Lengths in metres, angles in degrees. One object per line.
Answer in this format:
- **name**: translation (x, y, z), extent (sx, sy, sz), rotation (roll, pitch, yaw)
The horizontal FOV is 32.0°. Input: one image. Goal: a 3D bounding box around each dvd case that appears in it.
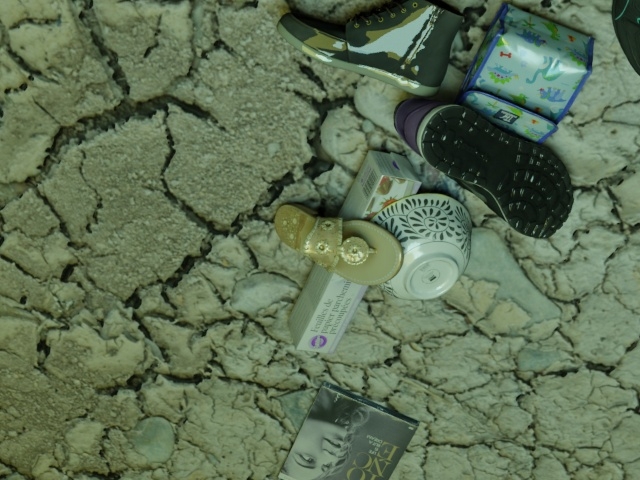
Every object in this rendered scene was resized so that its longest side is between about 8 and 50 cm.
- **dvd case**: translation (0.040, 0.339, 1.786), extent (0.165, 0.018, 0.221), rotation (23, 122, -1)

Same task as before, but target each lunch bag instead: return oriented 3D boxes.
- **lunch bag**: translation (0.250, -0.198, 1.389), extent (0.129, 0.096, 0.151), rotation (23, 136, -3)

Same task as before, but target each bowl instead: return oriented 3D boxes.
- **bowl**: translation (0.139, 0.027, 1.505), extent (0.170, 0.080, 0.170), rotation (-11, 132, -12)

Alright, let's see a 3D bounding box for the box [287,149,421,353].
- **box**: translation (0.042, 0.022, 1.566), extent (0.063, 0.067, 0.324), rotation (9, 125, -25)

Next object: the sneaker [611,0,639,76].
- **sneaker**: translation (0.390, -0.299, 1.287), extent (0.101, 0.106, 0.267), rotation (-2, 120, 13)

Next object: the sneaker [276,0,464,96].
- **sneaker**: translation (0.063, -0.273, 1.400), extent (0.222, 0.083, 0.118), rotation (18, 115, -6)

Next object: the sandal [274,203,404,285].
- **sandal**: translation (-0.001, 0.006, 1.491), extent (0.240, 0.079, 0.088), rotation (22, 111, 46)

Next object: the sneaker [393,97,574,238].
- **sneaker**: translation (0.214, -0.107, 1.453), extent (0.283, 0.124, 0.107), rotation (33, 94, -32)
